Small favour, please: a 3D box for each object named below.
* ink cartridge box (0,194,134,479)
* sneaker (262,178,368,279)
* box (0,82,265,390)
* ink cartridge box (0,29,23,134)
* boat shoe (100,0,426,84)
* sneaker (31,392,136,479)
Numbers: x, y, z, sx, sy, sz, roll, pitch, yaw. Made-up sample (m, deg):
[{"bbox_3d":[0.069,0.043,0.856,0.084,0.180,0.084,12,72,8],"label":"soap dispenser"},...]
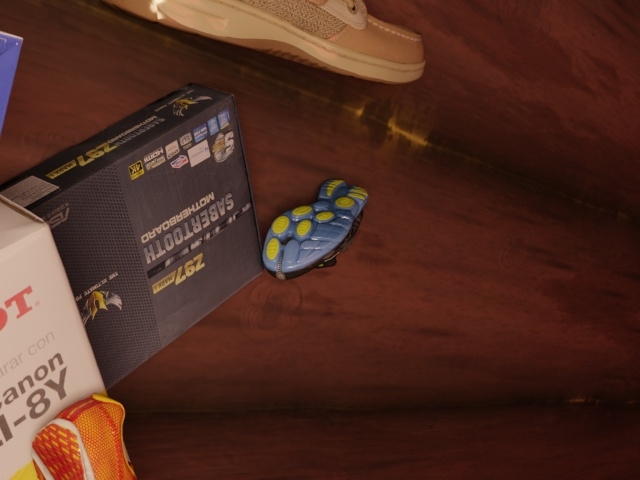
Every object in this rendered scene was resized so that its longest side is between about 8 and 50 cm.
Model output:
[{"bbox_3d":[-0.282,0.184,0.646,0.279,0.160,0.385,-36,132,-35],"label":"ink cartridge box"},{"bbox_3d":[0.000,0.000,0.938,0.188,0.067,0.078,-44,148,-62],"label":"sneaker"},{"bbox_3d":[-0.151,0.001,0.789,0.232,0.059,0.183,-36,133,-37],"label":"box"},{"bbox_3d":[-0.245,-0.086,0.518,0.046,0.207,0.097,6,103,-51],"label":"ink cartridge box"},{"bbox_3d":[-0.018,-0.205,0.801,0.341,0.121,0.110,3,106,-49],"label":"boat shoe"},{"bbox_3d":[-0.144,0.184,0.634,0.067,0.064,0.175,-32,133,-54],"label":"sneaker"}]
